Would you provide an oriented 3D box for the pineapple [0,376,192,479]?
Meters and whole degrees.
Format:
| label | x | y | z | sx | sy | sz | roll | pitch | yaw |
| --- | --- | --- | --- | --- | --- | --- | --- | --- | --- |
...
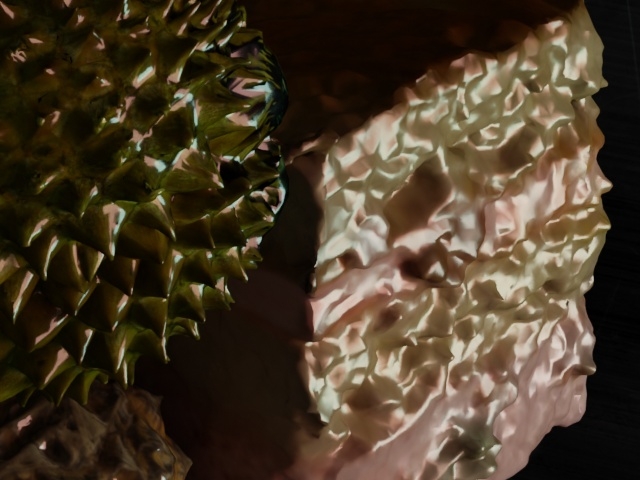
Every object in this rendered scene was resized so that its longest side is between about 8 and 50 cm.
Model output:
| label | x | y | z | sx | sy | sz | roll | pitch | yaw |
| --- | --- | --- | --- | --- | --- | --- | --- | --- | --- |
| pineapple | -0.178 | 0.208 | 1.184 | 0.361 | 0.175 | 0.175 | 113 | -1 | -49 |

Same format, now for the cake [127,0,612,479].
| label | x | y | z | sx | sy | sz | roll | pitch | yaw |
| --- | --- | --- | --- | --- | --- | --- | --- | --- | --- |
| cake | 0.000 | 0.000 | 1.237 | 0.314 | 0.293 | 0.307 | -24 | 123 | -37 |

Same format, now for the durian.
| label | x | y | z | sx | sy | sz | roll | pitch | yaw |
| --- | --- | --- | --- | --- | --- | --- | --- | --- | --- |
| durian | -0.139 | -0.054 | 0.909 | 0.291 | 0.224 | 0.291 | 170 | -90 | -71 |
